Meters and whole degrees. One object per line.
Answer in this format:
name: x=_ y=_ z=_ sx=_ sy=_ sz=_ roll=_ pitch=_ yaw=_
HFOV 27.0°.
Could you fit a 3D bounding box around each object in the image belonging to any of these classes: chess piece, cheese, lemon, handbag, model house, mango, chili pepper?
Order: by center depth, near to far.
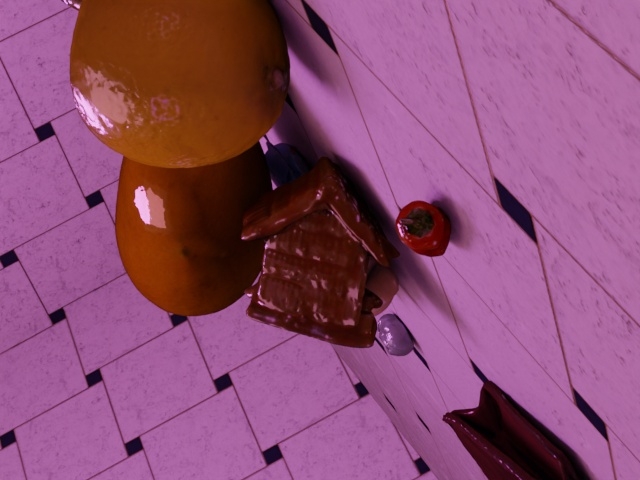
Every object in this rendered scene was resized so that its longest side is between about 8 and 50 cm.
chili pepper: x=0.106 y=-0.011 z=1.344 sx=0.059 sy=0.050 sz=0.191 roll=51 pitch=-174 yaw=9
lemon: x=-0.140 y=-0.195 z=1.463 sx=0.219 sy=0.240 sz=0.240 roll=10 pitch=157 yaw=17
handbag: x=0.285 y=0.329 z=1.691 sx=0.260 sy=0.084 sz=0.275 roll=57 pitch=173 yaw=-20
model house: x=0.000 y=0.002 z=1.750 sx=0.199 sy=0.219 sz=0.229 roll=-60 pitch=-18 yaw=-69
mango: x=-0.185 y=-0.055 z=1.921 sx=0.446 sy=0.232 sz=0.300 roll=86 pitch=-167 yaw=-74
cheese: x=-0.035 y=-0.092 z=2.002 sx=0.135 sy=0.052 sz=0.244 roll=55 pitch=174 yaw=-13
chess piece: x=0.039 y=0.058 z=2.015 sx=0.117 sy=0.117 sz=0.397 roll=55 pitch=172 yaw=-7

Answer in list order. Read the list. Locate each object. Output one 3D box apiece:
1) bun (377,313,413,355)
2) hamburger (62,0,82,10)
bun: x=0.121 y=0.159 z=2.208 sx=0.083 sy=0.045 sz=0.083 roll=58 pitch=173 yaw=11
hamburger: x=-0.265 y=-0.373 z=1.673 sx=0.288 sy=0.192 sz=0.167 roll=51 pitch=-177 yaw=37
